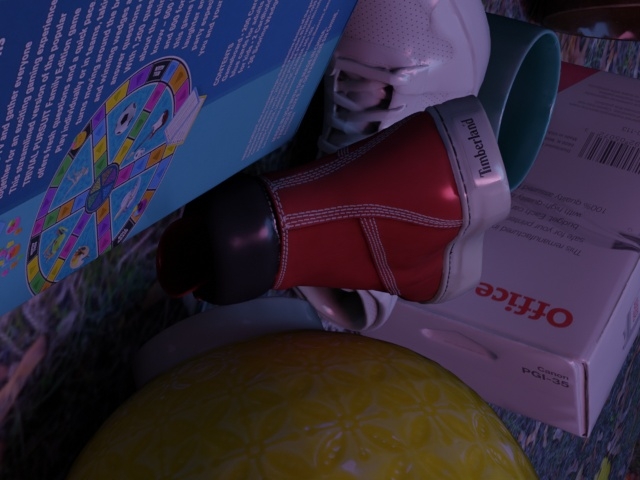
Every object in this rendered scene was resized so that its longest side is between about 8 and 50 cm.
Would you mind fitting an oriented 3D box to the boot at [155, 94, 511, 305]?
[{"bbox_3d":[0.000,0.000,0.751,0.244,0.176,0.088,85,-12,-77],"label":"boot"}]

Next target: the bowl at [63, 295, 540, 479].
[{"bbox_3d":[-0.034,0.126,0.774,0.289,0.289,0.156,40,28,-65],"label":"bowl"}]

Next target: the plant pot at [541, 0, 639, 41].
[{"bbox_3d":[0.314,-0.309,1.233,0.215,0.215,0.231,2,90,-66],"label":"plant pot"}]

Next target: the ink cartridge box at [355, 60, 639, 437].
[{"bbox_3d":[0.174,-0.008,1.106,0.283,0.207,0.117,-57,151,-29],"label":"ink cartridge box"}]

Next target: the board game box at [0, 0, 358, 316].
[{"bbox_3d":[-0.094,-0.086,0.474,0.336,0.079,0.254,-35,160,-45],"label":"board game box"}]

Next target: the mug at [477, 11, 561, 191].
[{"bbox_3d":[0.119,-0.107,1.049,0.129,0.097,0.158,-68,157,-8],"label":"mug"}]

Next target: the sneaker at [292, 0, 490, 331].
[{"bbox_3d":[0.033,-0.056,0.886,0.169,0.108,0.293,-60,156,-31],"label":"sneaker"}]
